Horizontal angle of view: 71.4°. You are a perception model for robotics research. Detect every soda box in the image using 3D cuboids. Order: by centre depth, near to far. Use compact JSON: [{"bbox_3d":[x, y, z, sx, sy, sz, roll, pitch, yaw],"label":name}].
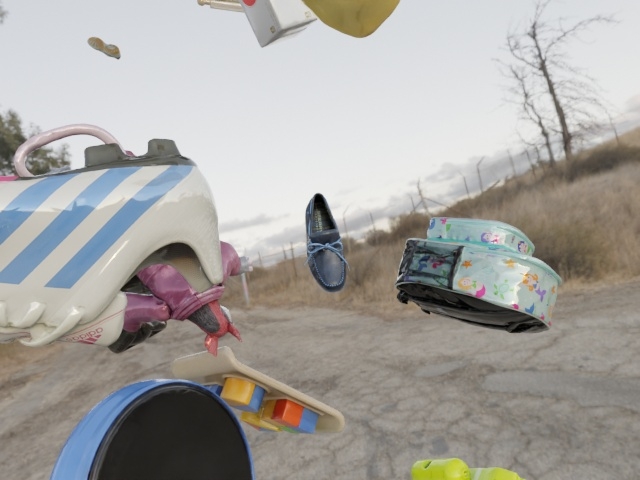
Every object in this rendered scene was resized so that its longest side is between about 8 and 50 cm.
[{"bbox_3d":[-0.089,-0.391,0.618,0.073,0.216,0.069,-34,15,-30],"label":"soda box"}]

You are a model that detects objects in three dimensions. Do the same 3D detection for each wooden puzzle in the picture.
[{"bbox_3d":[-0.164,0.383,1.053,0.322,0.347,0.081,-25,34,48],"label":"wooden puzzle"}]

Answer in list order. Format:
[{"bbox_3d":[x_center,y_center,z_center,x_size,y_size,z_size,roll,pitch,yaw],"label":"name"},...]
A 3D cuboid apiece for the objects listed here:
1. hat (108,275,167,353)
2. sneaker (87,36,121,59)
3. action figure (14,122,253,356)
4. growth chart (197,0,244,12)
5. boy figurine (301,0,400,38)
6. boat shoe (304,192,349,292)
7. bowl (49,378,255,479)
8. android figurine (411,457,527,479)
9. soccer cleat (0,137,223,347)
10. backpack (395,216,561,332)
[{"bbox_3d":[-0.456,0.187,1.060,0.331,0.134,0.331,-30,-17,-10],"label":"hat"},{"bbox_3d":[-0.530,-0.468,1.093,0.083,0.032,0.037,25,-16,1],"label":"sneaker"},{"bbox_3d":[-0.235,0.010,0.695,0.248,0.370,0.276,-37,-8,-26],"label":"action figure"},{"bbox_3d":[-0.140,-0.543,0.820,0.171,0.238,0.021,8,29,-18],"label":"growth chart"},{"bbox_3d":[0.055,-0.291,0.295,0.092,0.177,0.285,15,-50,-11],"label":"boy figurine"},{"bbox_3d":[0.000,0.000,1.093,0.108,0.259,0.089,-14,-28,-10],"label":"boat shoe"},{"bbox_3d":[-0.255,0.430,0.757,0.077,0.392,0.391,-25,-7,26],"label":"bowl"},{"bbox_3d":[0.249,0.411,0.642,0.056,0.248,0.273,-40,1,-38],"label":"android figurine"},{"bbox_3d":[-0.217,0.022,0.298,0.330,0.143,0.116,-18,-1,-33],"label":"soccer cleat"},{"bbox_3d":[0.299,0.070,0.818,0.253,0.191,0.225,14,-11,47],"label":"backpack"}]
